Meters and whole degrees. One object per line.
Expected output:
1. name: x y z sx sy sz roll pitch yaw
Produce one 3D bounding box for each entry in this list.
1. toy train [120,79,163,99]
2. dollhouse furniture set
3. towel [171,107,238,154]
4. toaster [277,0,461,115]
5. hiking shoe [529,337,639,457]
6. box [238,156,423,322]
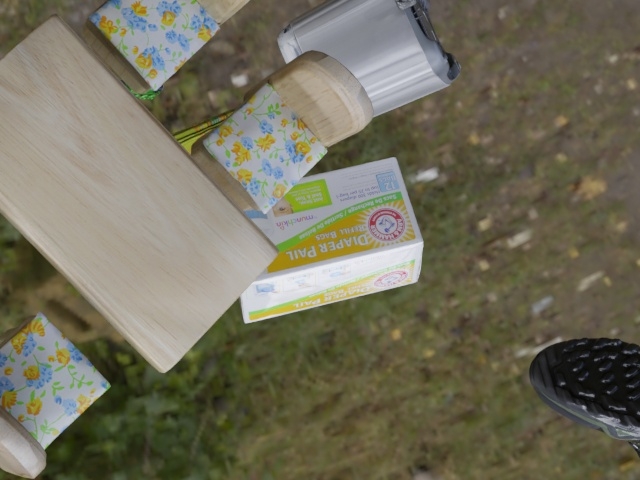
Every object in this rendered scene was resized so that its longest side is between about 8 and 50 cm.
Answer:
1. toy train: -0.187 -0.151 1.297 0.023 0.017 0.083 -27 171 32
2. dollhouse furniture set: -0.114 -0.060 0.512 0.212 0.242 0.161 -47 -168 -21
3. towel: -0.158 -0.063 1.294 0.237 0.021 0.102 -29 154 -47
4. toaster: 0.051 -0.194 1.335 0.146 0.129 0.227 -25 179 12
5. hiking shoe: 0.278 0.157 1.093 0.227 0.086 0.114 18 143 6
6. box: 0.000 0.000 1.420 0.203 0.114 0.103 -14 154 -7
